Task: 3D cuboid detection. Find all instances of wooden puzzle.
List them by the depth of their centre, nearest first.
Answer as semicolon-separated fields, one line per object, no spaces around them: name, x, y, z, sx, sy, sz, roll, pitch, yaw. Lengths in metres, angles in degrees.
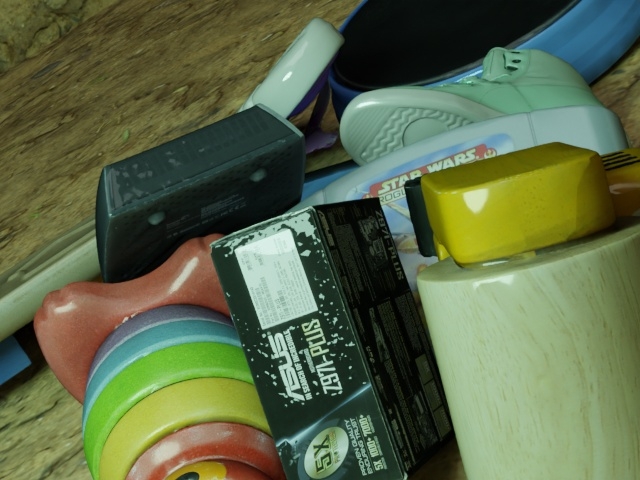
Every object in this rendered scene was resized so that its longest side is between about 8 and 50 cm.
wooden puzzle;-0.311;0.075;1.389;0.322;0.080;0.348;-34;10;-13

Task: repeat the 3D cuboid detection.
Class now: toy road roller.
toy road roller;0.183;0.035;0.727;0.240;0.203;0.329;-14;6;5

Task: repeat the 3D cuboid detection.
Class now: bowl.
bowl;0.181;-0.247;1.475;0.391;0.077;0.391;-24;30;15

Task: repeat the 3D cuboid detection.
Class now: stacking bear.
stacking bear;-0.086;0.150;0.913;0.175;0.164;0.289;-20;33;-5

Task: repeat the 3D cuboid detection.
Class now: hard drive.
hard drive;-0.101;-0.016;1.052;0.172;0.054;0.255;-24;-18;-15

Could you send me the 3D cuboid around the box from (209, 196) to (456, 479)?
box;0.014;0.068;0.877;0.077;0.180;0.147;-20;-2;20

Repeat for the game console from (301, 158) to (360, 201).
game console;0.000;0.000;1.247;0.386;0.060;0.342;-15;27;29

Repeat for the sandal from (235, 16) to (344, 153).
sandal;-0.036;-0.125;1.446;0.169;0.102;0.416;-51;3;-7

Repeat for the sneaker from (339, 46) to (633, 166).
sneaker;0.129;-0.111;1.146;0.255;0.094;0.151;5;36;-16

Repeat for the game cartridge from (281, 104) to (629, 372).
game cartridge;0.099;0.013;0.997;0.297;0.062;0.198;-20;61;19
